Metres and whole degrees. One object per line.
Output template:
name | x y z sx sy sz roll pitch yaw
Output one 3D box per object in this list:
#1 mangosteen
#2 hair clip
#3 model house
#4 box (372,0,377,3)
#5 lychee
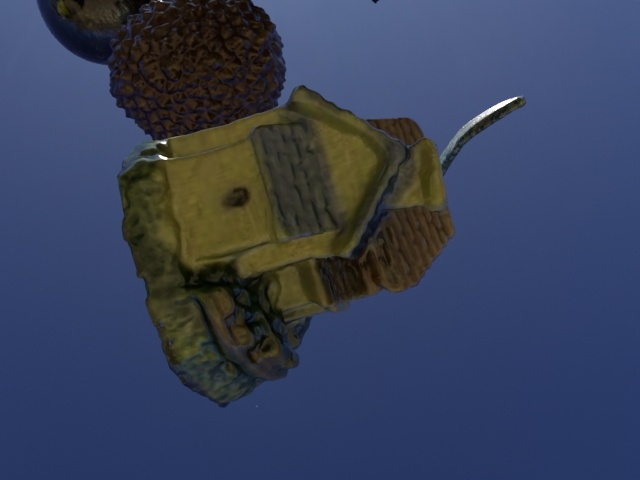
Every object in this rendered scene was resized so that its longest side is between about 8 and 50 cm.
mangosteen | -0.370 -0.448 1.162 0.288 0.288 0.288 1 -105 -5
hair clip | 0.223 -0.151 0.962 0.036 0.229 0.066 36 -126 -6
model house | 0.000 0.000 0.642 0.266 0.321 0.261 -17 -95 9
box | 0.059 -0.499 0.708 0.345 0.251 0.204 40 -127 -25
lychee | -0.186 -0.247 0.947 0.268 0.267 0.267 1 -105 -5
